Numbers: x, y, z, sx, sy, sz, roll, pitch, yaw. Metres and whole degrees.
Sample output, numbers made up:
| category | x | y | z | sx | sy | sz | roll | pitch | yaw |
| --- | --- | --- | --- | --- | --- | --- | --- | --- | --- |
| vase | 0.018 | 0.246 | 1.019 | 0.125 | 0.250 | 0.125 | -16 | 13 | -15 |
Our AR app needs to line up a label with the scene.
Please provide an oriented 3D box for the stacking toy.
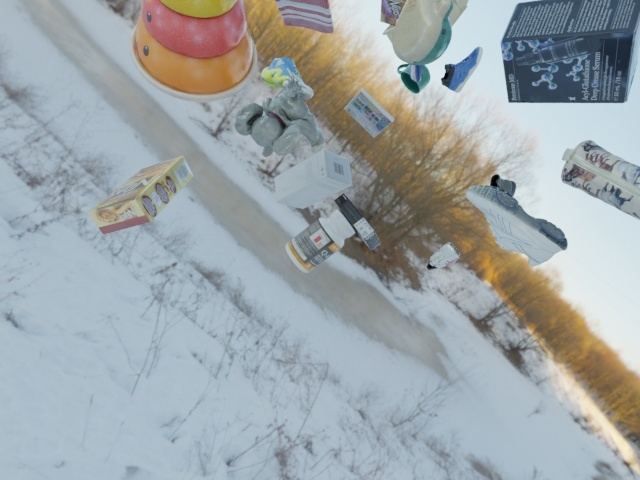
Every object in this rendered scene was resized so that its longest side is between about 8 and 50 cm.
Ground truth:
| category | x | y | z | sx | sy | sz | roll | pitch | yaw |
| --- | --- | --- | --- | --- | --- | --- | --- | --- | --- |
| stacking toy | -0.310 | -0.620 | 1.055 | 0.350 | 0.350 | 0.480 | 45 | -27 | 7 |

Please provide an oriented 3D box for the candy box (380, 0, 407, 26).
| category | x | y | z | sx | sy | sz | roll | pitch | yaw |
| --- | --- | --- | --- | --- | --- | --- | --- | --- | --- |
| candy box | 0.282 | -0.867 | 1.590 | 0.109 | 0.053 | 0.187 | 21 | 3 | 5 |

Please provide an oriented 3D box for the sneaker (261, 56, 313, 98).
| category | x | y | z | sx | sy | sz | roll | pitch | yaw |
| --- | --- | --- | --- | --- | --- | --- | --- | --- | --- |
| sneaker | -0.114 | -0.639 | 1.650 | 0.240 | 0.126 | 0.091 | 28 | 0 | 17 |

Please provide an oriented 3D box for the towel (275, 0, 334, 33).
| category | x | y | z | sx | sy | sz | roll | pitch | yaw |
| --- | --- | --- | --- | --- | --- | --- | --- | --- | --- |
| towel | -0.070 | -0.973 | 1.802 | 0.237 | 0.037 | 0.329 | 13 | 3 | 6 |

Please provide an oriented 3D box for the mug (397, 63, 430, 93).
| category | x | y | z | sx | sy | sz | roll | pitch | yaw |
| --- | --- | --- | --- | --- | --- | --- | --- | --- | --- |
| mug | 0.452 | -0.794 | 2.042 | 0.158 | 0.097 | 0.129 | 48 | -3 | -12 |

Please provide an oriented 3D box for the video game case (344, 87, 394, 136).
| category | x | y | z | sx | sy | sz | roll | pitch | yaw |
| --- | --- | --- | --- | --- | --- | --- | --- | --- | --- |
| video game case | 0.174 | -0.457 | 1.544 | 0.157 | 0.019 | 0.143 | 42 | -21 | -9 |

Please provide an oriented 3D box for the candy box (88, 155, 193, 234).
| category | x | y | z | sx | sy | sz | roll | pitch | yaw |
| --- | --- | --- | --- | --- | --- | --- | --- | --- | --- |
| candy box | -0.560 | -0.152 | 1.370 | 0.316 | 0.183 | 0.087 | -73 | 145 | -55 |

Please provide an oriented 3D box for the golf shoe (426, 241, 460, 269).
| category | x | y | z | sx | sy | sz | roll | pitch | yaw |
| --- | --- | --- | --- | --- | --- | --- | --- | --- | --- |
| golf shoe | 0.424 | 0.064 | 1.485 | 0.067 | 0.086 | 0.186 | 52 | -11 | 14 |

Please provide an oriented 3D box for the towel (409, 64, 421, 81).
| category | x | y | z | sx | sy | sz | roll | pitch | yaw |
| --- | --- | --- | --- | --- | --- | --- | --- | --- | --- |
| towel | 0.336 | -0.667 | 1.503 | 0.034 | 0.209 | 0.285 | 1 | 22 | 9 |

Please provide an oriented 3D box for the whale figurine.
| category | x | y | z | sx | sy | sz | roll | pitch | yaw |
| --- | --- | --- | --- | --- | --- | --- | --- | --- | --- |
| whale figurine | 0.313 | -0.648 | 1.245 | 0.141 | 0.272 | 0.216 | 8 | 3 | -31 |

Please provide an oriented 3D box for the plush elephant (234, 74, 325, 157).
| category | x | y | z | sx | sy | sz | roll | pitch | yaw |
| --- | --- | --- | --- | --- | --- | --- | --- | --- | --- |
| plush elephant | -0.159 | -0.424 | 1.614 | 0.272 | 0.255 | 0.330 | 39 | -13 | 13 |

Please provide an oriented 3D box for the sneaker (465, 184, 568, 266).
| category | x | y | z | sx | sy | sz | roll | pitch | yaw |
| --- | --- | --- | --- | --- | --- | --- | --- | --- | --- |
| sneaker | 0.518 | -0.040 | 1.184 | 0.297 | 0.129 | 0.111 | 43 | 43 | 17 |

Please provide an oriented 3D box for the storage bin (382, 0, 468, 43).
| category | x | y | z | sx | sy | sz | roll | pitch | yaw |
| --- | --- | --- | --- | --- | --- | --- | --- | --- | --- |
| storage bin | 0.450 | -0.947 | 1.819 | 0.123 | 0.260 | 0.262 | 47 | -22 | -28 |

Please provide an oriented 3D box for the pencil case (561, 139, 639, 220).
| category | x | y | z | sx | sy | sz | roll | pitch | yaw |
| --- | --- | --- | --- | --- | --- | --- | --- | --- | --- |
| pencil case | 0.964 | -0.165 | 1.341 | 0.183 | 0.160 | 0.410 | 19 | 22 | -47 |

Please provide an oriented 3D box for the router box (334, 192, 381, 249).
| category | x | y | z | sx | sy | sz | roll | pitch | yaw |
| --- | --- | --- | --- | --- | --- | --- | --- | --- | --- |
| router box | 0.126 | -0.062 | 1.450 | 0.179 | 0.046 | 0.133 | 54 | 3 | 25 |

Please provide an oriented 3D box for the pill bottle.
| category | x | y | z | sx | sy | sz | roll | pitch | yaw |
| --- | --- | --- | --- | --- | --- | --- | --- | --- | --- |
| pill bottle | 0.000 | 0.000 | 1.842 | 0.162 | 0.278 | 0.162 | 51 | 9 | -12 |

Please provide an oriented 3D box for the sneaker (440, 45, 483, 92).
| category | x | y | z | sx | sy | sz | roll | pitch | yaw |
| --- | --- | --- | --- | --- | --- | --- | --- | --- | --- |
| sneaker | 0.450 | -0.563 | 1.384 | 0.084 | 0.152 | 0.058 | 20 | 40 | -11 |

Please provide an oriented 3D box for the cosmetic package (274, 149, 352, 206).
| category | x | y | z | sx | sy | sz | roll | pitch | yaw |
| --- | --- | --- | --- | --- | --- | --- | --- | --- | --- |
| cosmetic package | -0.043 | -0.298 | 2.170 | 0.197 | 0.365 | 0.155 | 10 | 67 | -47 |

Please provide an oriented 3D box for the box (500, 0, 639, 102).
| category | x | y | z | sx | sy | sz | roll | pitch | yaw |
| --- | --- | --- | --- | --- | --- | --- | --- | --- | --- |
| box | 0.878 | -0.665 | 1.509 | 0.395 | 0.212 | 0.293 | 14 | -23 | 36 |

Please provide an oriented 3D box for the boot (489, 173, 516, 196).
| category | x | y | z | sx | sy | sz | roll | pitch | yaw |
| --- | --- | --- | --- | --- | --- | --- | --- | --- | --- |
| boot | 0.822 | -0.175 | 1.979 | 0.161 | 0.246 | 0.083 | 4 | 1 | -38 |
